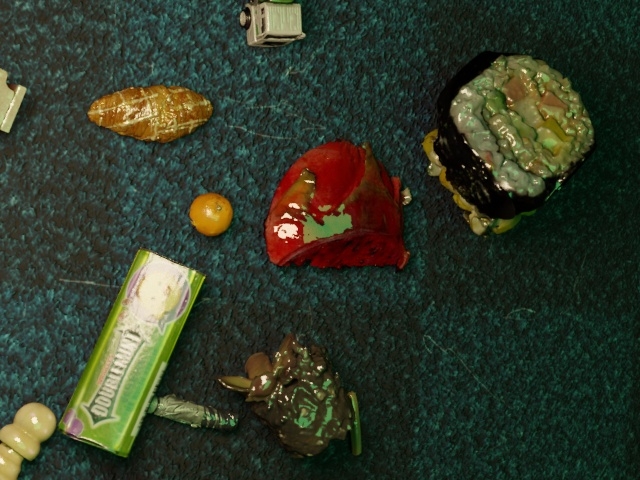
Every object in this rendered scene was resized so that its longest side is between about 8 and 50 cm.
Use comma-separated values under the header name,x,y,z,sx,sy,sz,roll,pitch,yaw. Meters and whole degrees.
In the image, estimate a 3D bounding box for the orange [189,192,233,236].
name,x,y,z,sx,sy,sz,roll,pitch,yaw
orange,-0.201,-0.049,1.505,0.084,0.083,0.083,0,91,-28

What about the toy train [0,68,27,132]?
name,x,y,z,sx,sy,sz,roll,pitch,yaw
toy train,-0.609,-0.168,1.251,0.221,0.150,0.304,25,85,-39

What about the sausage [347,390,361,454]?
name,x,y,z,sx,sy,sz,roll,pitch,yaw
sausage,0.070,0.379,1.686,0.024,0.024,0.132,-7,95,-28

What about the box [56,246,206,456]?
name,x,y,z,sx,sy,sz,roll,pitch,yaw
box,-0.327,0.195,1.423,0.134,0.097,0.345,25,80,-7

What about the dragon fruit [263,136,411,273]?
name,x,y,z,sx,sy,sz,roll,pitch,yaw
dragon fruit,0.051,-0.076,1.620,0.344,0.100,0.282,0,82,-31

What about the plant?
name,x,y,z,sx,sy,sz,roll,pitch,yaw
plant,-0.051,0.285,1.539,0.204,0.178,0.234,-37,96,-11

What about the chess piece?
name,x,y,z,sx,sy,sz,roll,pitch,yaw
chess piece,-0.508,0.350,1.351,0.094,0.094,0.170,47,64,-20

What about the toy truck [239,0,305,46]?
name,x,y,z,sx,sy,sz,roll,pitch,yaw
toy truck,-0.091,-0.494,1.531,0.101,0.125,0.242,-6,95,-28

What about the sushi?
name,x,y,z,sx,sy,sz,roll,pitch,yaw
sushi,0.369,-0.194,1.711,0.328,0.285,0.328,46,64,2

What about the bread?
name,x,y,z,sx,sy,sz,roll,pitch,yaw
bread,-0.295,-0.227,1.456,0.233,0.076,0.104,-6,92,-26

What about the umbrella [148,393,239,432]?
name,x,y,z,sx,sy,sz,roll,pitch,yaw
umbrella,-0.243,0.320,1.512,0.188,0.050,0.046,18,103,-28
